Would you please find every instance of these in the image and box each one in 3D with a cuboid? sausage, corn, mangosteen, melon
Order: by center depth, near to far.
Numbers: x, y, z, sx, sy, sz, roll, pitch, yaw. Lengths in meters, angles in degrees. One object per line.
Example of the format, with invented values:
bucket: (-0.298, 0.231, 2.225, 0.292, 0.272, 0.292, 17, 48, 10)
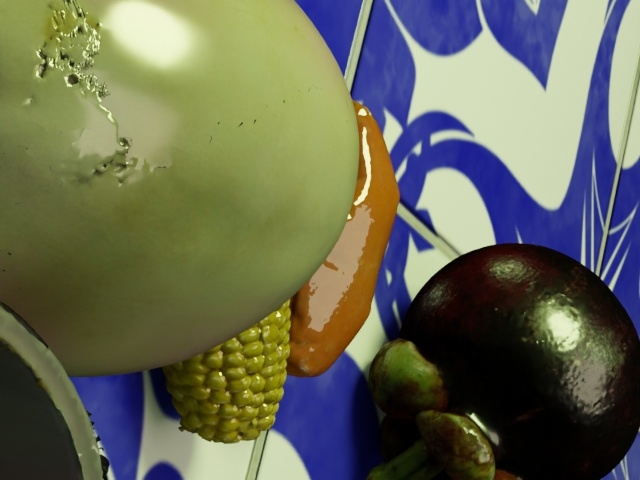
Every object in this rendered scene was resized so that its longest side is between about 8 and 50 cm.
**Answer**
melon: (-0.111, -0.048, 0.901, 0.317, 0.223, 0.223, 13, 82, -57)
corn: (-0.061, -0.009, 1.127, 0.091, 0.091, 0.260, -26, 120, -53)
sausage: (0.000, 0.000, 1.241, 0.089, 0.089, 0.179, 37, 67, -56)
mangosteen: (0.123, 0.110, 1.393, 0.230, 0.194, 0.194, -35, 127, -22)

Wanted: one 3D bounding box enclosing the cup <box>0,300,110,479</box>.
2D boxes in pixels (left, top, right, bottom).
cup: (-0.240, 0.102, 0.627, 0.203, 0.288, 0.203, -12, 104, -59)
